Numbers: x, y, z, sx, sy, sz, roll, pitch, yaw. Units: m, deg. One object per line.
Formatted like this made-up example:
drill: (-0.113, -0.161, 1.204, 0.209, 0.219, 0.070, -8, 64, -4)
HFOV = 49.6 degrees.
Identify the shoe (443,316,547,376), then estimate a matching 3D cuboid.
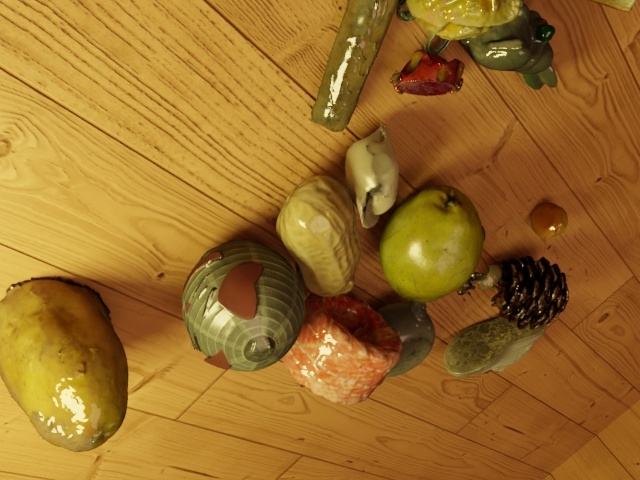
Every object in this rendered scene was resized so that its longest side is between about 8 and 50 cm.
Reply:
shoe: (0.472, 0.303, 1.897, 0.316, 0.124, 0.159, -23, 143, -13)

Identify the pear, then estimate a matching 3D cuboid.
pear: (0.224, 0.011, 1.410, 0.212, 0.212, 0.269, -8, 136, -26)

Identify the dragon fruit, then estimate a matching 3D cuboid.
dragon fruit: (0.186, -0.292, 1.205, 0.126, 0.068, 0.112, 2, 178, 8)

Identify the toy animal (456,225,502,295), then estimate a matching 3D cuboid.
toy animal: (0.338, 0.052, 1.599, 0.186, 0.094, 0.214, -9, 129, -29)

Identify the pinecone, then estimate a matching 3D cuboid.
pinecone: (0.506, 0.130, 1.712, 0.204, 0.179, 0.184, -3, 87, -24)

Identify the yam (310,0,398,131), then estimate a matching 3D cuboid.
yam: (0.069, -0.341, 1.090, 0.083, 0.083, 0.371, -4, 129, -29)

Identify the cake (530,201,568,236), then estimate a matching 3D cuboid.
cake: (0.543, -0.048, 1.644, 0.044, 0.084, 0.084, 8, 123, -43)

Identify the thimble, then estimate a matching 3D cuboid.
thimble: (0.043, 0.220, 1.467, 0.239, 0.239, 0.162, 14, 116, -40)

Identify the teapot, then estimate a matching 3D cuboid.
teapot: (0.172, 0.228, 1.634, 0.193, 0.129, 0.294, 7, 126, -36)

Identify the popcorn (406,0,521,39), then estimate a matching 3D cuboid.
popcorn: (0.219, -0.394, 1.040, 0.167, 0.185, 0.187, 10, 162, -11)

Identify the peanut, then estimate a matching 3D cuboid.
peanut: (0.000, 0.000, 1.304, 0.152, 0.152, 0.313, -29, 145, -6)

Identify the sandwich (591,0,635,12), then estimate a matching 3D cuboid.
sandwich: (0.447, -0.488, 1.175, 0.186, 0.220, 0.108, 19, 126, 0)

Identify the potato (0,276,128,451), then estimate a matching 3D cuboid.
potato: (-0.422, 0.225, 1.162, 0.229, 0.266, 0.229, -20, 137, -20)

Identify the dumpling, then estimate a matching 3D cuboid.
dumpling: (0.092, -0.116, 1.272, 0.092, 0.176, 0.150, -13, 168, -5)

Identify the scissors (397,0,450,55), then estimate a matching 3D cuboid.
scissors: (0.223, -0.410, 1.163, 0.187, 0.020, 0.133, -42, 132, 9)

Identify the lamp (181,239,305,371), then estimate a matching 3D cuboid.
lamp: (-0.138, 0.122, 1.268, 0.233, 0.233, 0.265, -9, 127, -25)

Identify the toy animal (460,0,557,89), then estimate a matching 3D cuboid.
toy animal: (0.365, -0.348, 1.259, 0.251, 0.127, 0.125, 10, 111, -54)
